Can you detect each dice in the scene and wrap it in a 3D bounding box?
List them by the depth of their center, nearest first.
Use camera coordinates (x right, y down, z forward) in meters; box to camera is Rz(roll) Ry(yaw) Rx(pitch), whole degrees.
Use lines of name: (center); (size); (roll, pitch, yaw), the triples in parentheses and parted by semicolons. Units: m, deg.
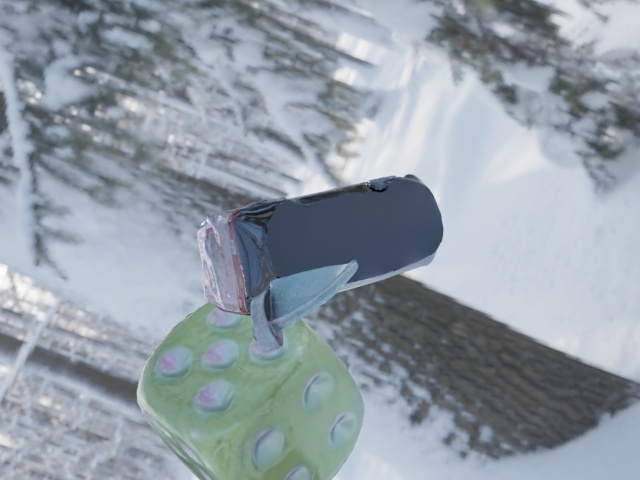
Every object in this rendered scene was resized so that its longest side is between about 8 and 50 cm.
dice: (-0.103, 0.247, 1.661); (0.250, 0.254, 0.252); (-43, -46, -19)

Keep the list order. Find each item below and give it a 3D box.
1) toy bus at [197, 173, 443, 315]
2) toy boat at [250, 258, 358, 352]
toy bus: (0.000, 0.000, 1.351); (0.147, 0.303, 0.127); (-6, 97, 50)
toy boat: (-0.010, 0.048, 1.051); (0.122, 0.034, 0.096); (-34, 32, 16)
